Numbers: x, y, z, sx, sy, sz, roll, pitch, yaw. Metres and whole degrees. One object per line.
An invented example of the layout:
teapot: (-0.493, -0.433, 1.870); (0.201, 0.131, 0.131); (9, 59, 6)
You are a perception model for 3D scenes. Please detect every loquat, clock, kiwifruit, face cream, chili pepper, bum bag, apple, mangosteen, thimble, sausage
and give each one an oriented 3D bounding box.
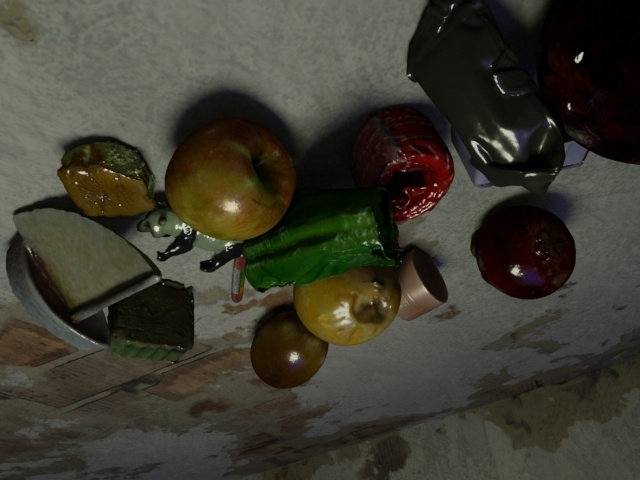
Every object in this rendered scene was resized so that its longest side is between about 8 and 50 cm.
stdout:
loquat: (0.053, 0.116, 1.031); (0.243, 0.244, 0.244); (-8, 143, -6)
clock: (0.339, -0.177, 0.793); (0.193, 0.145, 0.073); (-12, 144, 1)
kiwifruit: (-0.081, 0.290, 1.243); (0.196, 0.196, 0.234); (16, 137, -32)
face cream: (0.225, 0.108, 1.126); (0.104, 0.149, 0.149); (-35, 137, 29)
chili pepper: (0.002, -0.011, 0.805); (0.213, 0.168, 0.385); (-12, 178, -39)
bum bag: (0.238, -0.204, 0.676); (0.142, 0.326, 0.079); (-29, -174, 46)
apple: (-0.144, -0.092, 0.731); (0.196, 0.196, 0.196); (-8, 143, -6)
mangosteen: (0.467, -0.263, 0.597); (0.347, 0.307, 0.307); (-21, 143, -1)
mangosteen: (0.449, 0.030, 1.068); (0.215, 0.215, 0.257); (-4, 173, -11)
thimble: (0.142, -0.127, 0.821); (0.163, 0.125, 0.190); (-10, 143, -8)
sausage: (-0.190, 0.085, 1.079); (0.029, 0.029, 0.223); (-1, 142, -15)

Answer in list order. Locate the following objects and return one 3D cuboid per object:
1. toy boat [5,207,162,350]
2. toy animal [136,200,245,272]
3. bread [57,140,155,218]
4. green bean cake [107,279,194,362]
toy boat: (-0.446, 0.050, 0.849); (0.276, 0.111, 0.293); (43, 115, -2)
toy animal: (-0.236, -0.012, 0.888); (0.225, 0.094, 0.121); (17, 133, -32)
bread: (-0.346, -0.098, 0.766); (0.127, 0.069, 0.140); (-11, 144, -3)
green bean cake: (-0.378, 0.173, 1.025); (0.181, 0.173, 0.094); (18, 133, -37)
